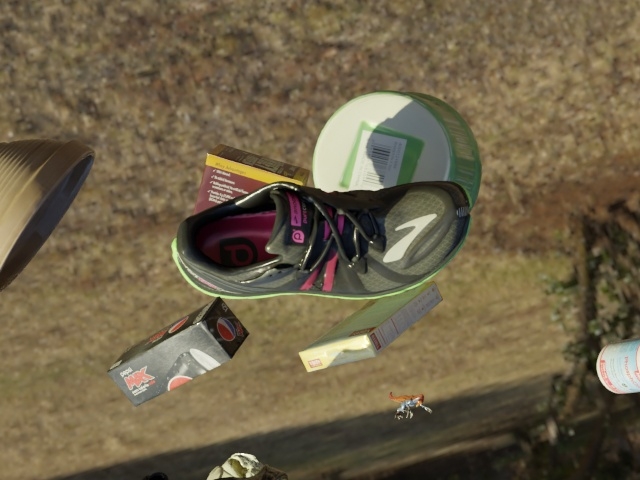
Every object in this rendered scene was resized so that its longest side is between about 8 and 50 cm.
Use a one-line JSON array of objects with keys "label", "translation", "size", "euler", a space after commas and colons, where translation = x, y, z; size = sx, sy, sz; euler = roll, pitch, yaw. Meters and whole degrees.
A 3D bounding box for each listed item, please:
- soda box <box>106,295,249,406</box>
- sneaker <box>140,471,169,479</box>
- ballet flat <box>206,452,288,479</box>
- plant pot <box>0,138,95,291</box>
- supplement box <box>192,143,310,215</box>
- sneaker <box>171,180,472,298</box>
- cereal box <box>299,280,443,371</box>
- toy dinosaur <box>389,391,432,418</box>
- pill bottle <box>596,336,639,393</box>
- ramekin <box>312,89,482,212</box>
[{"label": "soda box", "translation": [-0.164, 0.129, 1.263], "size": [0.169, 0.060, 0.053], "euler": [-29, -166, 34]}, {"label": "sneaker", "translation": [-0.264, 0.422, 1.783], "size": [0.084, 0.097, 0.235], "euler": [25, 176, -5]}, {"label": "ballet flat", "translation": [-0.106, 0.349, 1.560], "size": [0.095, 0.096, 0.280], "euler": [-45, 171, -1]}, {"label": "plant pot", "translation": [-0.411, -0.052, 1.470], "size": [0.237, 0.110, 0.237], "euler": [-56, -176, 6]}, {"label": "supplement box", "translation": [-0.140, -0.061, 2.139], "size": [0.191, 0.194, 0.129], "euler": [17, -165, 2]}, {"label": "sneaker", "translation": [0.000, 0.000, 1.722], "size": [0.483, 0.185, 0.202], "euler": [-11, 166, 6]}, {"label": "cereal box", "translation": [0.095, 0.158, 2.024], "size": [0.173, 0.047, 0.240], "euler": [-19, -171, 43]}, {"label": "toy dinosaur", "translation": [0.171, 0.315, 2.154], "size": [0.047, 0.090, 0.082], "euler": [-30, 157, -43]}, {"label": "pill bottle", "translation": [0.521, 0.196, 1.761], "size": [0.087, 0.087, 0.160], "euler": [-13, 174, -24]}, {"label": "ramekin", "translation": [0.133, -0.133, 2.033], "size": [0.303, 0.303, 0.148], "euler": [-24, 170, 19]}]
